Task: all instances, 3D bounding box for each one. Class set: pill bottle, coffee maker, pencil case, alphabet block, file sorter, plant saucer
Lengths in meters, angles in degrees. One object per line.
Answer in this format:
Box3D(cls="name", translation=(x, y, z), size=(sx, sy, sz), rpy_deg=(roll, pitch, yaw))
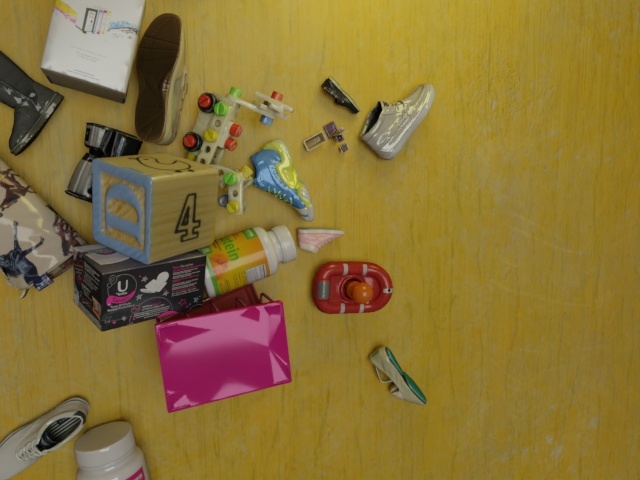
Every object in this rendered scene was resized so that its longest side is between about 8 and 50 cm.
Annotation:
Box3D(cls="pill bottle", translation=(-0.500, 0.606, 1.240), size=(0.161, 0.160, 0.282), rpy_deg=(-13, 101, -19))
Box3D(cls="pill bottle", translation=(-0.193, 0.043, 1.304), size=(0.246, 0.136, 0.136), rpy_deg=(-20, 103, -18))
Box3D(cls="coffee maker", translation=(-0.489, -0.168, 1.190), size=(0.171, 0.120, 0.178), rpy_deg=(20, 90, -61))
Box3D(cls="pencil case", translation=(-0.711, -0.072, 1.081), size=(0.183, 0.160, 0.410), rpy_deg=(-48, 111, -25))
Box3D(cls="alphabet block", translation=(-0.367, -0.080, 1.133), size=(0.197, 0.193, 0.193), rpy_deg=(-23, 128, -56))
Box3D(cls="file sorter", translation=(-0.245, 0.254, 1.235), size=(0.291, 0.182, 0.202), rpy_deg=(-9, 98, -21))
Box3D(cls="plant saucer", translation=(-0.260, 0.267, 1.353), size=(0.259, 0.048, 0.258), rpy_deg=(-25, 104, -17))

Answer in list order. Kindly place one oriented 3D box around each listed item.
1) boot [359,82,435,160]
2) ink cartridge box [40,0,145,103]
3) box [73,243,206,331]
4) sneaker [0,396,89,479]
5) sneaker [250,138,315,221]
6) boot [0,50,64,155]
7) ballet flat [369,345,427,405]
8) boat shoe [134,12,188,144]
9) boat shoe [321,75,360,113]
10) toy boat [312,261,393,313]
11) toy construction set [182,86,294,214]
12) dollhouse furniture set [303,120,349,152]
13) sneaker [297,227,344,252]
Box3D(cls="boot", translation=(0.217, -0.364, 1.432), size=(0.123, 0.095, 0.258), rpy_deg=(34, 85, -28))
Box3D(cls="ink cartridge box", translation=(-0.492, -0.449, 1.113), size=(0.168, 0.171, 0.232), rpy_deg=(13, 91, -22))
Box3D(cls="box", translation=(-0.410, 0.083, 1.155), size=(0.247, 0.163, 0.142), rpy_deg=(-10, 117, -45))
Box3D(cls="sneaker", translation=(-0.672, 0.474, 1.196), size=(0.258, 0.091, 0.094), rpy_deg=(-41, 108, -12))
Box3D(cls="sneaker", translation=(-0.109, -0.143, 1.351), size=(0.126, 0.091, 0.240), rpy_deg=(-25, 98, -4))
Box3D(cls="boot", translation=(-0.702, -0.314, 1.101), size=(0.209, 0.076, 0.189), rpy_deg=(34, 69, -28))
Box3D(cls="ballet flat", translation=(0.233, 0.427, 1.552), size=(0.086, 0.086, 0.248), rpy_deg=(-40, 107, -12))
Box3D(cls="boat shoe", translation=(-0.370, -0.381, 1.211), size=(0.109, 0.098, 0.302), rpy_deg=(9, 95, 12))
Box3D(cls="boat shoe", translation=(0.058, -0.396, 1.400), size=(0.042, 0.049, 0.133), rpy_deg=(-42, 119, 18))
Box3D(cls="toy boat", translation=(0.101, 0.139, 1.419), size=(0.231, 0.151, 0.150), rpy_deg=(1, 96, -21))
Box3D(cls="toy construction set", translation=(-0.211, -0.241, 1.238), size=(0.215, 0.151, 0.327), rpy_deg=(28, 87, 13))
Box3D(cls="dollhouse furniture set", translation=(0.023, -0.265, 1.379), size=(0.114, 0.081, 0.091), rpy_deg=(-32, 106, -15))
Box3D(cls="sneaker", translation=(0.000, 0.000, 1.420), size=(0.134, 0.051, 0.070), rpy_deg=(0, 98, -18))
